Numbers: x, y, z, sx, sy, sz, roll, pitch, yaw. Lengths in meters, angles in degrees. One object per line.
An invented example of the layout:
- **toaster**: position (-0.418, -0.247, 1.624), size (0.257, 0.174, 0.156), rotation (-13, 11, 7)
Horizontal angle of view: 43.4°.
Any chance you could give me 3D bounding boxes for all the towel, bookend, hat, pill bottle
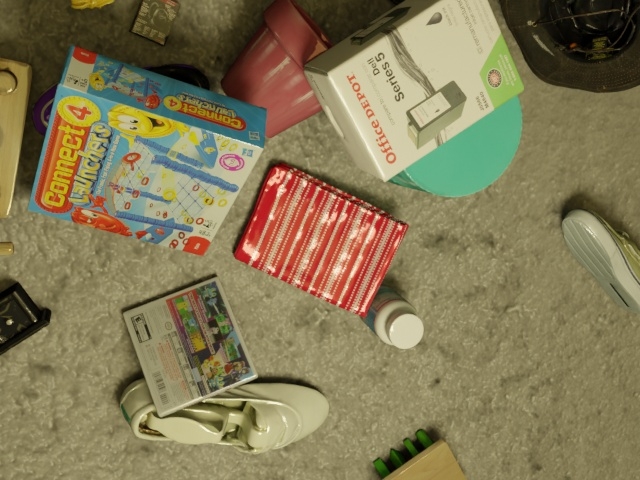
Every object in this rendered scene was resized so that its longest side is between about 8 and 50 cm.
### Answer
- **towel**: position (0.000, 0.000, 1.467), size (0.275, 0.031, 0.198), rotation (25, 96, -5)
- **bookend**: position (-0.565, 0.113, 1.348), size (0.157, 0.072, 0.156), rotation (-32, 109, -7)
- **hat**: position (0.497, -0.436, 1.451), size (0.331, 0.331, 0.134), rotation (50, 50, -20)
- **pill bottle**: position (0.132, 0.144, 1.502), size (0.087, 0.160, 0.087), rotation (-4, 105, -15)

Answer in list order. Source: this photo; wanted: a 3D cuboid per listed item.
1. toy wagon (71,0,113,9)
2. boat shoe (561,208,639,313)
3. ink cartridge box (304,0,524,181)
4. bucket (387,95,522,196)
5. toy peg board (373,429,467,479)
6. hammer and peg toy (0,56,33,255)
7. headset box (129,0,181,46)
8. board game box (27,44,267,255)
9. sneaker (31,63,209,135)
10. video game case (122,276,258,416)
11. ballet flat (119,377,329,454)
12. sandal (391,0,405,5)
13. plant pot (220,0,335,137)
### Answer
- **toy wagon**: position (-0.395, -0.532, 1.243), size (0.267, 0.068, 0.344), rotation (-14, 107, -12)
- **boat shoe**: position (0.596, 0.027, 1.646), size (0.094, 0.109, 0.302), rotation (-52, 120, -15)
- **ink cartridge box**: position (0.143, -0.248, 1.231), size (0.273, 0.115, 0.198), rotation (-34, 115, -7)
- **bucket**: position (0.207, -0.210, 1.425), size (0.281, 0.183, 0.281), rotation (-4, 104, -16)
- **toy peg board**: position (0.199, 0.482, 1.658), size (0.161, 0.079, 0.160), rotation (-33, 125, -5)
- **hammer and peg toy**: position (-0.600, -0.123, 1.254), size (0.266, 0.127, 0.361), rotation (8, 101, -19)
- **headset box**: position (-0.273, -0.373, 1.333), size (0.062, 0.032, 0.083), rotation (20, 96, -19)
- **board game box**: position (-0.279, -0.125, 1.267), size (0.302, 0.086, 0.308), rotation (15, 141, -18)
- **sneaker**: position (-0.319, -0.229, 1.294), size (0.293, 0.146, 0.102), rotation (-16, 107, -12)
- **video game case**: position (-0.231, 0.185, 1.425), size (0.183, 0.023, 0.201), rotation (-21, 70, -10)
- **ballet flat**: position (-0.167, 0.335, 1.480), size (0.400, 0.139, 0.139), rotation (8, 101, -17)
- **sandal**: position (0.157, -0.506, 1.416), size (0.067, 0.040, 0.179), rotation (13, 99, -18)
- **plant pot**: position (-0.059, -0.276, 1.342), size (0.180, 0.201, 0.201), rotation (-39, 111, 12)
